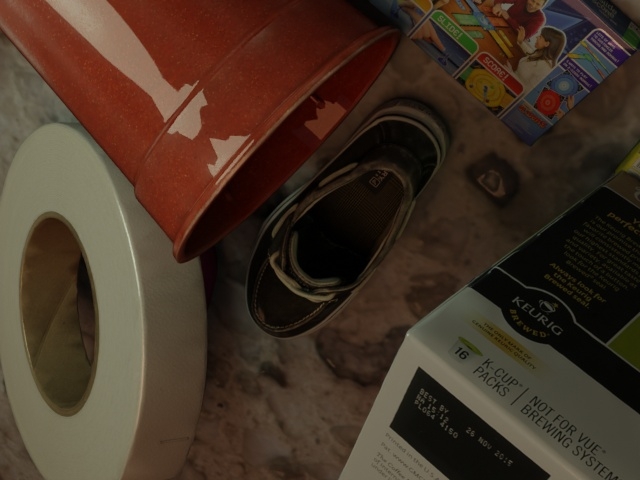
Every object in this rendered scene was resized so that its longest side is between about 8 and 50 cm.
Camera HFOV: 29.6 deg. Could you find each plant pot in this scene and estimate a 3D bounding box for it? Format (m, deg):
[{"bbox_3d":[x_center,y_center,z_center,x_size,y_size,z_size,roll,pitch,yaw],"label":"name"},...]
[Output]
[{"bbox_3d":[-0.119,-0.169,1.040,0.265,0.272,0.272,44,132,4],"label":"plant pot"}]

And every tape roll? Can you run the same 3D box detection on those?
[{"bbox_3d":[-0.237,0.073,1.235,0.392,0.072,0.391,7,99,55],"label":"tape roll"}]

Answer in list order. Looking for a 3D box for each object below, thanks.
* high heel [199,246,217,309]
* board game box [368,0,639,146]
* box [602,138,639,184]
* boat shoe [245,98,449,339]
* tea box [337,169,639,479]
[{"bbox_3d":[-0.197,0.097,1.306,0.127,0.181,0.377,9,127,22],"label":"high heel"},{"bbox_3d":[0.150,-0.190,1.012,0.201,0.035,0.136,42,132,-5],"label":"board game box"},{"bbox_3d":[0.278,0.001,1.078,0.105,0.043,0.179,34,130,2],"label":"box"},{"bbox_3d":[0.000,0.000,1.172,0.121,0.119,0.335,35,132,2],"label":"boat shoe"},{"bbox_3d":[0.245,0.167,0.925,0.329,0.324,0.220,40,136,21],"label":"tea box"}]
